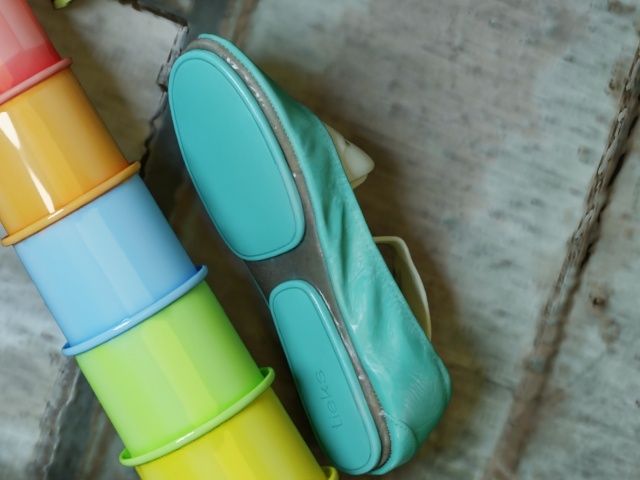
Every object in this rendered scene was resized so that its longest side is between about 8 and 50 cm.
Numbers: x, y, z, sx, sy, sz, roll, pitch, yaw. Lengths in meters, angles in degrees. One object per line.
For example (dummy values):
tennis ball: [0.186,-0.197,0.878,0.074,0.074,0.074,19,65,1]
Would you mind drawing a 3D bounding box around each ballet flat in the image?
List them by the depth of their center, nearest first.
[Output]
ballet flat: [0.000,0.000,0.970,0.087,0.083,0.247,-30,100,-41]

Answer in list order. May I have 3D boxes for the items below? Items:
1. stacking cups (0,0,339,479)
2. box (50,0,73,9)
stacking cups: [-0.113,0.013,0.925,0.096,0.096,0.316,-34,95,-16]
box: [-0.168,-0.227,0.903,0.058,0.087,0.232,-38,102,-14]
